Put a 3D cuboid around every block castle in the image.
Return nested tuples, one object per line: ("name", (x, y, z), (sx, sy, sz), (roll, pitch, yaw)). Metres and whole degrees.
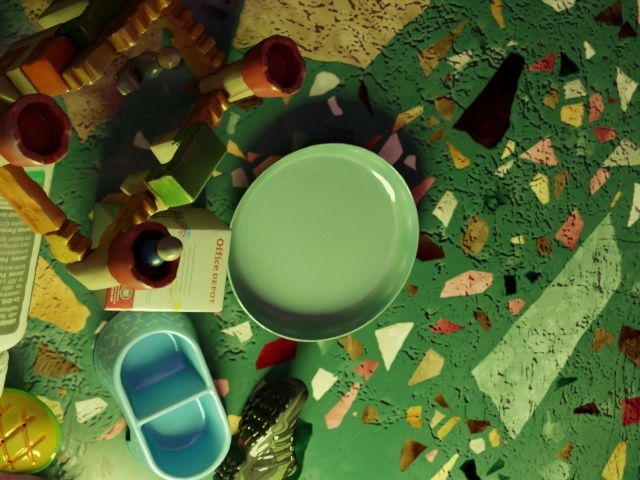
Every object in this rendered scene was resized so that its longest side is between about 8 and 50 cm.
("block castle", (-0.220, -0.182, 1.770), (0.303, 0.212, 0.453), (51, 50, -26))

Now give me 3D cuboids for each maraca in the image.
("maraca", (-0.466, 0.269, 1.996), (0.185, 0.099, 0.127), (21, 97, 0))

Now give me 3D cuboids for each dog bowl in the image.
("dog bowl", (-0.231, 0.238, 2.091), (0.166, 0.074, 0.297), (-24, 114, -13))

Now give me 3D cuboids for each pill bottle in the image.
("pill bottle", (-0.482, 0.030, 1.847), (0.204, 0.204, 0.361), (7, 103, -24))

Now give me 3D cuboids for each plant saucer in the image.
("plant saucer", (0.000, 0.000, 2.125), (0.317, 0.043, 0.318), (-7, 110, -20))

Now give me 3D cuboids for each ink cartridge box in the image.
("ink cartridge box", (-0.233, 0.024, 1.989), (0.176, 0.127, 0.128), (3, 105, -23))

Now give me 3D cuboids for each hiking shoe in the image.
("hiking shoe", (-0.076, 0.318, 2.188), (0.114, 0.086, 0.227), (26, 102, -41))
